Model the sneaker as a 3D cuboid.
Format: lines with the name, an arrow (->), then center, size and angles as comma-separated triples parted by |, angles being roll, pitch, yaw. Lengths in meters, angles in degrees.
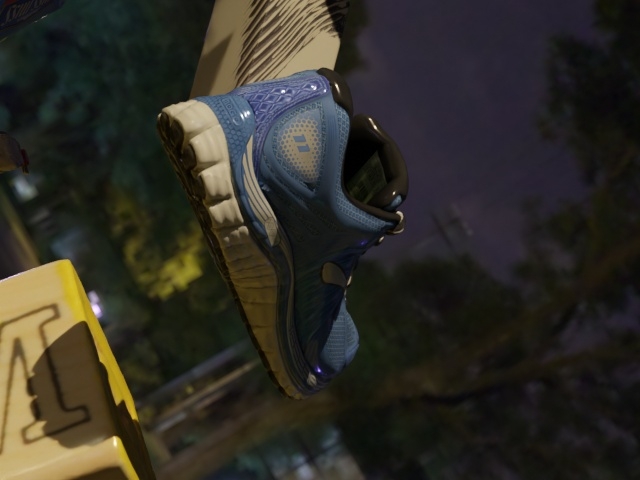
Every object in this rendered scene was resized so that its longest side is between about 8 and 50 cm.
sneaker -> 0.000, 0.000, 1.040 | 0.330, 0.147, 0.129 | 75, -10, -60

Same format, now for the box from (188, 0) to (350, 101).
box -> -0.047, -0.207, 1.525 | 0.113, 0.275, 0.094 | 20, -12, -42

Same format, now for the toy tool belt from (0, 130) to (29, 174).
toy tool belt -> -0.339, -0.086, 1.575 | 0.083, 0.051, 0.052 | 61, 13, -84

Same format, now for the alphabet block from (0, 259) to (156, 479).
alphabet block -> -0.230, 0.161, 1.079 | 0.192, 0.197, 0.193 | 75, -6, -50

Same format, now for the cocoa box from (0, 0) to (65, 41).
cocoa box -> -0.399, -0.390, 1.522 | 0.347, 0.228, 0.231 | 35, 28, 1
